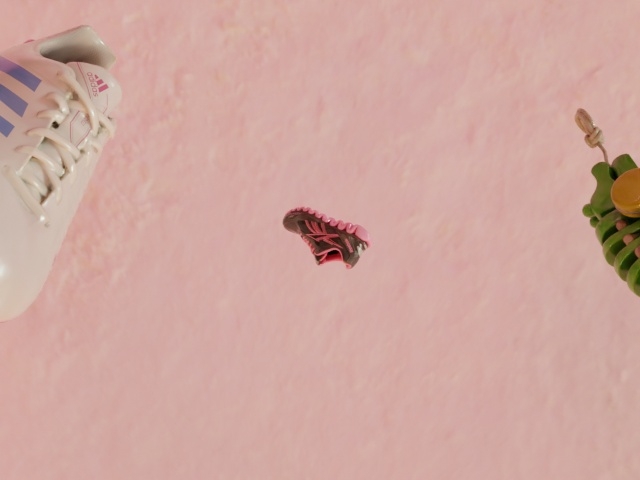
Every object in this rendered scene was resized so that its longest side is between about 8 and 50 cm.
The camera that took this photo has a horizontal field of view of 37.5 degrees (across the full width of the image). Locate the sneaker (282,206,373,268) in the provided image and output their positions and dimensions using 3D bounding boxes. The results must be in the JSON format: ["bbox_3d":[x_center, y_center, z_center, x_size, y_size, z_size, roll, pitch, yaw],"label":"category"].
[{"bbox_3d":[0.000,0.000,1.097,0.119,0.047,0.057,18,70,30],"label":"sneaker"}]

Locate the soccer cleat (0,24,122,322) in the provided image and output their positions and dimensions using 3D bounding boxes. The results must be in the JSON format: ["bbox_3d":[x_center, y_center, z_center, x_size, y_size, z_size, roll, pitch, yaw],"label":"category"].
[{"bbox_3d":[-0.234,-0.079,0.778,0.143,0.116,0.331,-26,40,11],"label":"soccer cleat"}]

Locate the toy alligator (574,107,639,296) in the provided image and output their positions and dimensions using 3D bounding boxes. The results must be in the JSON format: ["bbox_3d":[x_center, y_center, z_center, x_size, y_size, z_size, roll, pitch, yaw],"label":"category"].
[{"bbox_3d":[0.182,-0.013,0.558,0.051,0.056,0.190,-37,40,10],"label":"toy alligator"}]

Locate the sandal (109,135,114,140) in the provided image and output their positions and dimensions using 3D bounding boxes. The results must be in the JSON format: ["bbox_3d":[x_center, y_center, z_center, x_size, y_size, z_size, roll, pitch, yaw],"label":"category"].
[{"bbox_3d":[-0.472,-0.122,1.179,0.416,0.169,0.102,2,88,-18],"label":"sandal"}]

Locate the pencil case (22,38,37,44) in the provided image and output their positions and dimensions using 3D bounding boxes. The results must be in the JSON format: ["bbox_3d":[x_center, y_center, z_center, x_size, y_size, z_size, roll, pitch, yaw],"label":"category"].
[{"bbox_3d":[-0.340,-0.116,1.058,0.095,0.098,0.209,19,73,18],"label":"pencil case"}]
